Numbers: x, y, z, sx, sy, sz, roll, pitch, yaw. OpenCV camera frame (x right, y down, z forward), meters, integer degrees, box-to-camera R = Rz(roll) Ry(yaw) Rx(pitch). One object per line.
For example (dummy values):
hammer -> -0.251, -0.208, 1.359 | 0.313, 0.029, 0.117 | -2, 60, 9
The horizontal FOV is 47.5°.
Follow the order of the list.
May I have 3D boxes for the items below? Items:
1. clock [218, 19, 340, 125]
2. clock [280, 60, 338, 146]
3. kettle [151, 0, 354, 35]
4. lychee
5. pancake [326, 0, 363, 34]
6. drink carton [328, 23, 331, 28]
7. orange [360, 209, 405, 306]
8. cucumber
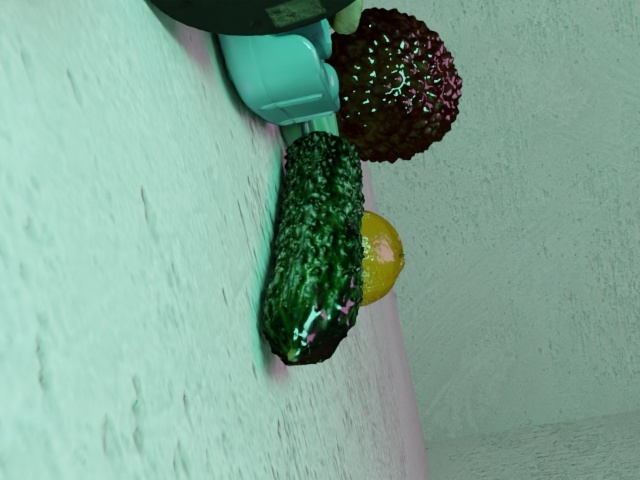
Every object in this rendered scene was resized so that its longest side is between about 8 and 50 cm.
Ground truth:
clock -> -0.048, -0.257, 0.709 | 0.223, 0.094, 0.274 | -29, 109, -83
clock -> -0.021, -0.180, 0.923 | 0.188, 0.060, 0.148 | -66, 145, -76
kettle -> -0.045, -0.273, 0.499 | 0.221, 0.161, 0.236 | 38, 39, -70
lychee -> 0.090, -0.253, 1.208 | 0.264, 0.300, 0.264 | -48, 154, -32
pancake -> 0.016, -0.246, 0.599 | 0.151, 0.025, 0.151 | 175, -90, -82
drink carton -> -0.020, -0.349, 0.916 | 0.142, 0.146, 0.144 | 82, 1, -71
orange -> 0.056, 0.022, 1.003 | 0.135, 0.117, 0.135 | -18, 90, -83
cucumber -> 0.000, 0.000, 0.705 | 0.359, 0.096, 0.096 | -89, 166, -60
